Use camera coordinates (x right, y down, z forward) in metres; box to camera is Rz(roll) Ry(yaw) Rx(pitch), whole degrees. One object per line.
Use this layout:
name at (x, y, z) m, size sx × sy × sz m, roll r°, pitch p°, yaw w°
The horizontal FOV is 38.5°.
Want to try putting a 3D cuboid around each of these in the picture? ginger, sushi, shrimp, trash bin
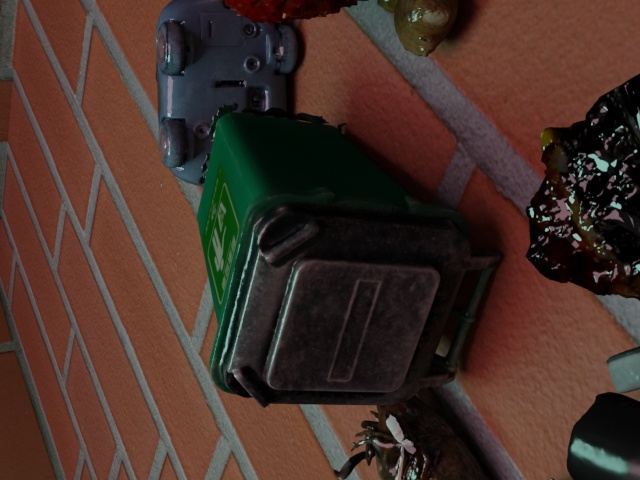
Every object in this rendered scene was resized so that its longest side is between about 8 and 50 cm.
ginger at (0.109, -0.261, 1.048) m, size 0.165 × 0.067 × 0.096 m, roll -139°, pitch 49°, yaw -66°
sushi at (0.250, -0.031, 0.769) m, size 0.150 × 0.153 × 0.172 m, roll -30°, pitch 89°, yaw 36°
shrimp at (0.102, 0.256, 1.112) m, size 0.145 × 0.116 × 0.343 m, roll -53°, pitch 50°, yaw 31°
trash bin at (0.000, 0.000, 1.109) m, size 0.381 × 0.295 × 0.259 m, roll -120°, pitch 40°, yaw -54°

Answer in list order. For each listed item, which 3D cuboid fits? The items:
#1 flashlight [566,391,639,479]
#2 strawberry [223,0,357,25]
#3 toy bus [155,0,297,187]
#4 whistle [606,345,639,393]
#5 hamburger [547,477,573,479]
flashlight at (0.367, 0.219, 0.676) m, size 0.424 × 0.103 × 0.103 m, roll 18°, pitch 111°, yaw 56°
strawberry at (-0.007, -0.358, 1.054) m, size 0.261 × 0.261 × 0.258 m, roll 62°, pitch 180°, yaw 32°
toy bus at (-0.164, -0.232, 1.399) m, size 0.232 × 0.197 × 0.294 m, roll -146°, pitch 53°, yaw -65°
whistle at (0.343, 0.118, 0.653) m, size 0.290 × 0.163 × 0.164 m, roll 133°, pitch 125°, yaw -66°
hamburger at (0.254, 0.301, 0.917) m, size 0.140 × 0.062 × 0.133 m, roll -59°, pitch 44°, yaw 49°
